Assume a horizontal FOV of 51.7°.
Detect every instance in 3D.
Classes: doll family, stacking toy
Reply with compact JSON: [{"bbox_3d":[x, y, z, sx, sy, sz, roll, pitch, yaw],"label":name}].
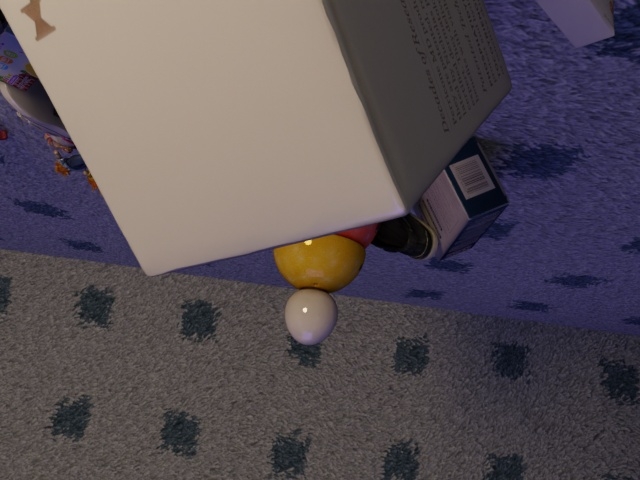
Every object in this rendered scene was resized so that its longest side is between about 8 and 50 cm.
[{"bbox_3d":[-0.617,-0.199,1.752,0.163,0.118,0.263,-6,159,39],"label":"doll family"},{"bbox_3d":[0.000,0.000,1.498,0.350,0.480,0.350,7,164,2],"label":"stacking toy"}]

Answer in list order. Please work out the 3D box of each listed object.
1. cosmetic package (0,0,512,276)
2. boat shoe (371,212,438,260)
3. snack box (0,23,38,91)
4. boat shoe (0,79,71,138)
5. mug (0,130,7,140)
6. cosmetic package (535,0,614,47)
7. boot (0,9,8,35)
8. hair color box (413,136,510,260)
[{"bbox_3d":[-0.036,-0.214,0.711,0.329,0.328,0.393,-13,-161,34],"label":"cosmetic package"},{"bbox_3d":[0.142,-0.051,1.688,0.113,0.127,0.340,3,-151,-44],"label":"boat shoe"},{"bbox_3d":[-0.603,-0.375,1.242,0.174,0.070,0.207,23,157,-36],"label":"snack box"},{"bbox_3d":[-0.643,-0.293,1.495,0.084,0.095,0.258,-2,160,17],"label":"boat shoe"},{"bbox_3d":[-0.918,-0.259,1.718,0.169,0.113,0.150,-1,160,39],"label":"mug"},{"bbox_3d":[0.306,-0.353,0.847,0.060,0.099,0.239,-8,158,43],"label":"cosmetic package"},{"bbox_3d":[-0.568,-0.347,1.106,0.086,0.069,0.190,7,145,-8],"label":"boot"},{"bbox_3d":[0.320,-0.087,1.567,0.105,0.174,0.347,-21,165,-8],"label":"hair color box"}]
